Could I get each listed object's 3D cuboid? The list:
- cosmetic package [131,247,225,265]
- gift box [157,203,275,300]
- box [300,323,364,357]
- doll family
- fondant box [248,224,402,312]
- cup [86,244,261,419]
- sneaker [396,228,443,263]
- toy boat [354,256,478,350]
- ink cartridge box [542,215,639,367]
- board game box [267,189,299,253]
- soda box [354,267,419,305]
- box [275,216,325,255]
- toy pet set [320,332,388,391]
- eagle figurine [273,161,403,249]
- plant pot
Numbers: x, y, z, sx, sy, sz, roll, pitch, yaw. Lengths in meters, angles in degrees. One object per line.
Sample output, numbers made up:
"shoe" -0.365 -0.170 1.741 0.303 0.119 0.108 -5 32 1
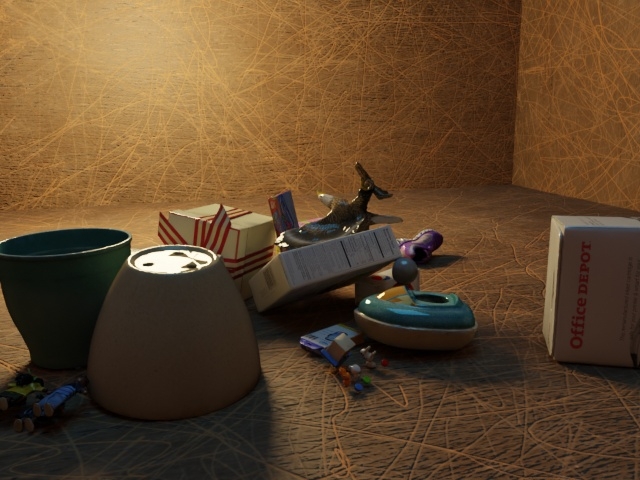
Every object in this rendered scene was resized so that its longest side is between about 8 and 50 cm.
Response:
"cosmetic package" -0.387 0.116 1.454 0.309 0.160 0.113 2 29 19
"gift box" -0.290 0.017 1.627 0.255 0.276 0.258 9 15 21
"box" 0.021 0.222 1.296 0.136 0.028 0.081 -15 18 -39
"doll family" -0.490 0.272 1.016 0.193 0.076 0.111 8 10 14
"fondant box" 0.008 0.074 1.504 0.330 0.096 0.238 -13 -14 -30
"cup" -0.276 0.144 1.117 0.331 0.237 0.331 3 17 -1
"sneaker" 0.348 0.031 2.003 0.236 0.095 0.104 -17 26 -36
"toy boat" 0.207 0.140 1.347 0.267 0.148 0.318 3 11 -2
"ink cartridge box" 0.675 0.101 1.198 0.394 0.286 0.166 2 12 12
"board game box" -0.087 0.000 1.713 0.027 0.281 0.145 -10 9 16
"soda box" 0.187 0.127 1.612 0.074 0.069 0.216 8 15 41
"box" 0.000 0.000 2.080 0.243 0.117 0.213 -13 18 -42
"toy pet set" 0.053 0.248 1.156 0.114 0.065 0.122 43 34 18
"eagle figurine" 0.044 -0.051 1.575 0.226 0.298 0.225 38 3 -31
"plant pot" -0.532 0.123 1.253 0.271 0.255 0.272 -2 13 0
